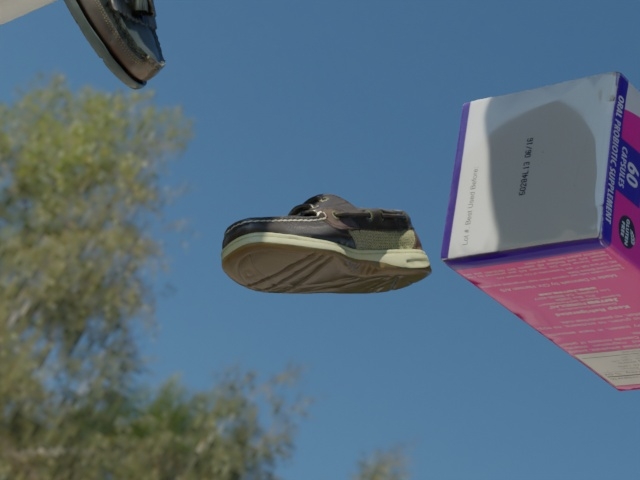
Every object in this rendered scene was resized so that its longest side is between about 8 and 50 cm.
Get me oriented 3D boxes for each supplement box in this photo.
[{"bbox_3d":[0.186,0.003,0.997,0.114,0.111,0.220,-9,-30,37],"label":"supplement box"}]

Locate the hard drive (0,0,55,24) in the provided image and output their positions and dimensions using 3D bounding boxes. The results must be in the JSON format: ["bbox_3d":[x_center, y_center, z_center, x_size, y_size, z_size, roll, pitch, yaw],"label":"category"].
[{"bbox_3d":[-0.219,-0.225,0.913,0.353,0.047,0.233,-20,-46,21],"label":"hard drive"}]

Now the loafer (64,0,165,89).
[{"bbox_3d":[-0.194,-0.260,1.384,0.267,0.084,0.096,62,13,15],"label":"loafer"}]

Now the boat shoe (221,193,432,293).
[{"bbox_3d":[0.000,0.000,0.881,0.056,0.049,0.152,-28,-23,34],"label":"boat shoe"}]
